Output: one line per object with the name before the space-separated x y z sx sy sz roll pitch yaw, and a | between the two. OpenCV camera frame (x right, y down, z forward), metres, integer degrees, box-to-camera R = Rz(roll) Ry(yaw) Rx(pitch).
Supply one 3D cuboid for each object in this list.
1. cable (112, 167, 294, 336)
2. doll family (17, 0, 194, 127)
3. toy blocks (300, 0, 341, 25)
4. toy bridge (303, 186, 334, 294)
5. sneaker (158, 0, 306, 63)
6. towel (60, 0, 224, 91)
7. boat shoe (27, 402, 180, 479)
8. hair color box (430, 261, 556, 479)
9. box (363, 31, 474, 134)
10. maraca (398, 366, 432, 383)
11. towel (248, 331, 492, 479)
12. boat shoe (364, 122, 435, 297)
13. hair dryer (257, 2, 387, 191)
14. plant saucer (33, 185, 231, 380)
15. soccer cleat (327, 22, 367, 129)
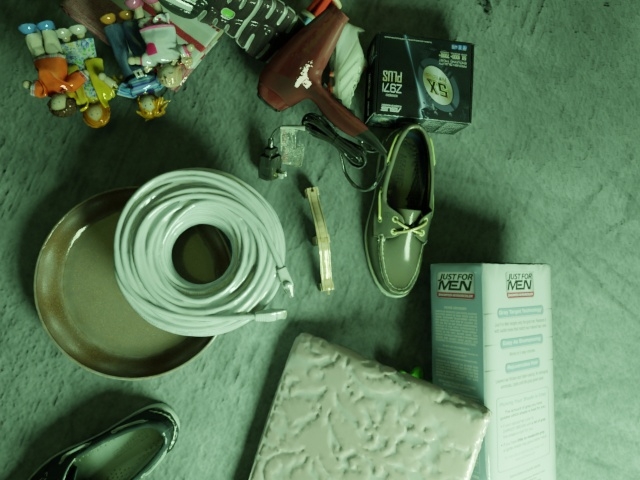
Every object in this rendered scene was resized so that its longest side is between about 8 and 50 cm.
cable | -0.182 0.018 0.771 0.256 0.089 0.258 -11 88 -8
doll family | -0.322 -0.269 0.791 0.262 0.118 0.163 -16 99 -3
toy blocks | -0.023 -0.436 0.884 0.123 0.054 0.148 40 97 5
toy bridge | 0.000 0.000 0.857 0.026 0.063 0.188 -9 87 -9
sneaker | -0.134 -0.407 0.807 0.281 0.106 0.163 16 51 -42
towel | -0.249 -0.450 0.864 0.237 0.037 0.329 36 81 -3
boat shoe | -0.362 0.365 0.770 0.302 0.091 0.114 -39 92 -9
hair color box | 0.289 0.224 0.829 0.185 0.113 0.375 2 86 -35
box | 0.174 -0.278 0.891 0.179 0.077 0.148 4 87 -8
maraca | 0.144 0.308 0.844 0.127 0.099 0.186 36 71 -17
towel | 0.058 0.346 0.775 0.331 0.053 0.317 17 85 25
boat shoe | 0.142 -0.052 0.866 0.109 0.091 0.305 4 86 -8
hair dryer | 0.004 -0.234 0.828 0.223 0.080 0.294 3 110 5
plant saucer | -0.298 0.069 0.819 0.310 0.050 0.311 1 86 -8
soccer cleat | 0.047 -0.294 0.881 0.076 0.068 0.197 1 84 -11
